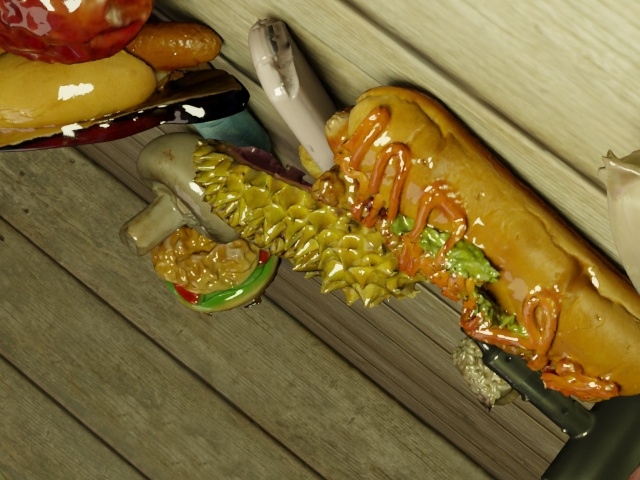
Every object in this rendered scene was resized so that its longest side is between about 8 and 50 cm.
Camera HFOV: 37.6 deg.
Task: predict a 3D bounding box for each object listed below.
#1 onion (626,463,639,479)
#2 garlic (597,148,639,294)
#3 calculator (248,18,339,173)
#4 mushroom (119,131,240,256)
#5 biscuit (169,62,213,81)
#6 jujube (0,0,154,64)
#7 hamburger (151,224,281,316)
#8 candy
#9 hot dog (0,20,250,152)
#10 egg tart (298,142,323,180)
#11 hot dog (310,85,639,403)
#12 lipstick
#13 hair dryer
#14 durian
[{"bbox_3d":[0.340,0.203,0.494,0.347,0.347,0.385,36,135,18],"label":"onion"},{"bbox_3d":[0.240,0.018,0.533,0.195,0.087,0.101,39,157,16],"label":"garlic"},{"bbox_3d":[-0.013,-0.122,0.838,0.175,0.032,0.100,51,-161,-50],"label":"calculator"},{"bbox_3d":[-0.221,-0.059,1.480,0.207,0.215,0.207,43,166,14],"label":"mushroom"},{"bbox_3d":[-0.255,-0.245,1.159,0.295,0.044,0.186,27,166,3],"label":"biscuit"},{"bbox_3d":[-0.268,-0.260,0.858,0.250,0.174,0.174,36,170,21],"label":"jujube"},{"bbox_3d":[-0.191,0.003,1.647,0.237,0.237,0.149,33,167,31],"label":"hamburger"},{"bbox_3d":[0.228,0.174,1.278,0.110,0.085,0.095,47,179,13],"label":"candy"},{"bbox_3d":[-0.248,-0.186,0.980,0.194,0.326,0.107,-109,8,-58],"label":"hot dog"},{"bbox_3d":[0.017,-0.085,0.969,0.128,0.049,0.129,37,168,9],"label":"egg tart"},{"bbox_3d":[0.137,0.016,0.784,0.349,0.117,0.158,41,169,-11],"label":"hot dog"},{"bbox_3d":[-0.093,-0.117,1.195,0.068,0.061,0.274,17,169,19],"label":"lipstick"},{"bbox_3d":[0.230,0.190,1.012,0.248,0.195,0.078,41,170,-2],"label":"hair dryer"},{"bbox_3d":[0.000,-0.001,1.050,0.341,0.112,0.191,27,-170,-36],"label":"durian"}]
